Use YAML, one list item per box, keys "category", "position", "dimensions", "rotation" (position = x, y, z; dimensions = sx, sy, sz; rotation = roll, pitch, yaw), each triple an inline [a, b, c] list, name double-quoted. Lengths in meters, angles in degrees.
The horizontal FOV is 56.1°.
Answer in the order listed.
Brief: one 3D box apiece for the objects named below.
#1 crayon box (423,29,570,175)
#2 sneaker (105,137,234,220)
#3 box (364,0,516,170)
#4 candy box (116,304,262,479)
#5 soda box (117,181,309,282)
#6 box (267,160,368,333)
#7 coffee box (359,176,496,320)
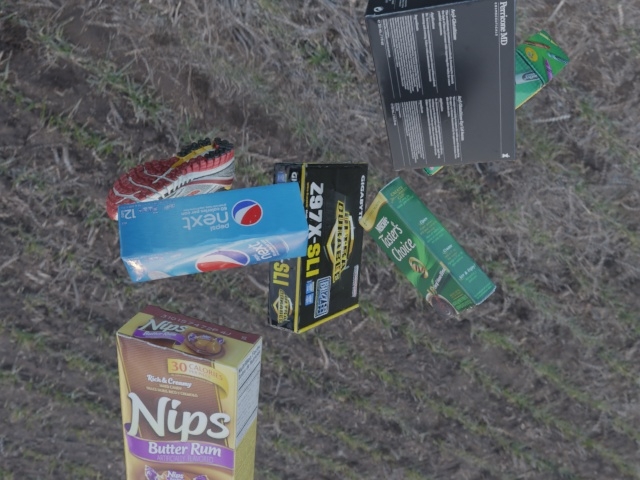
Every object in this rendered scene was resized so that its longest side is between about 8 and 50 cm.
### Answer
- category: "crayon box"
  position: [0.302, -0.250, 1.106]
  dimensions: [0.081, 0.165, 0.278]
  rotation: [50, 135, 0]
- category: "sneaker"
  position: [-0.228, -0.081, 0.956]
  dimensions: [0.225, 0.088, 0.093]
  rotation: [-27, 134, -28]
- category: "box"
  position: [0.178, -0.232, 0.844]
  dimensions: [0.184, 0.103, 0.261]
  rotation: [-1, 138, 16]
- category: "candy box"
  position: [-0.113, 0.157, 0.520]
  dimensions: [0.109, 0.053, 0.187]
  rotation: [13, 116, 15]
- category: "soda box"
  position: [-0.123, -0.010, 0.706]
  dimensions: [0.210, 0.071, 0.067]
  rotation: [-9, 152, -9]
- category: "box"
  position: [0.000, 0.000, 1.219]
  dimensions: [0.079, 0.257, 0.322]
  rotation: [9, 101, 32]
- category: "coffee box"
  position: [0.132, 0.015, 0.782]
  dimensions: [0.040, 0.184, 0.113]
  rotation: [-37, 173, -19]
